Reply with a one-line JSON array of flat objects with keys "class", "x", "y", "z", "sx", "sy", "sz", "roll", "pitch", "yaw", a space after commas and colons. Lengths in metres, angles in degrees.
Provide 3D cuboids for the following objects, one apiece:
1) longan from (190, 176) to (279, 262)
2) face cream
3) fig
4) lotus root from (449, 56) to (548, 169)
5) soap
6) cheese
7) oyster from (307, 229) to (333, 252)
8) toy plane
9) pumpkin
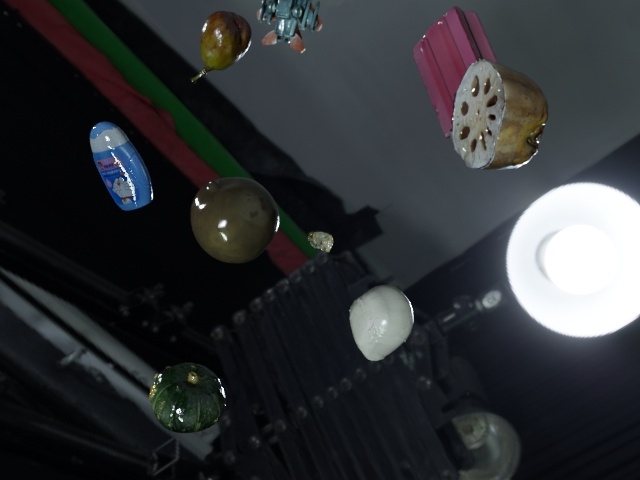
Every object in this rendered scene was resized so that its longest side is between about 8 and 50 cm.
[{"class": "longan", "x": -0.277, "y": -0.072, "z": 2.143, "sx": 0.297, "sy": 0.297, "sz": 0.297, "roll": 46, "pitch": -160, "yaw": -21}, {"class": "face cream", "x": -0.585, "y": -0.221, "z": 1.938, "sx": 0.083, "sy": 0.149, "sz": 0.264, "roll": -61, "pitch": -45, "yaw": -58}, {"class": "fig", "x": -0.343, "y": -0.623, "z": 2.192, "sx": 0.145, "sy": 0.274, "sz": 0.170, "roll": 49, "pitch": -152, "yaw": 14}, {"class": "lotus root", "x": 0.435, "y": -0.282, "z": 1.561, "sx": 0.192, "sy": 0.272, "sz": 0.272, "roll": 7, "pitch": -146, "yaw": -12}, {"class": "soap", "x": 0.456, "y": -0.545, "z": 2.176, "sx": 0.128, "sy": 0.233, "sz": 0.360, "roll": -8, "pitch": -106, "yaw": -40}, {"class": "cheese", "x": 0.182, "y": 0.228, "z": 1.933, "sx": 0.154, "sy": 0.189, "sz": 0.198, "roll": 6, "pitch": -130, "yaw": -29}, {"class": "oyster", "x": -0.003, "y": -0.001, "z": 1.798, "sx": 0.083, "sy": 0.054, "sz": 0.019, "roll": 23, "pitch": 171, "yaw": -32}, {"class": "toy plane", "x": -0.083, "y": -0.728, "z": 1.950, "sx": 0.223, "sy": 0.326, "sz": 0.104, "roll": 18, "pitch": -158, "yaw": 22}, {"class": "pumpkin", "x": -0.326, "y": 0.384, "z": 1.628, "sx": 0.190, "sy": 0.190, "sz": 0.146, "roll": -52, "pitch": -35, "yaw": -71}]
